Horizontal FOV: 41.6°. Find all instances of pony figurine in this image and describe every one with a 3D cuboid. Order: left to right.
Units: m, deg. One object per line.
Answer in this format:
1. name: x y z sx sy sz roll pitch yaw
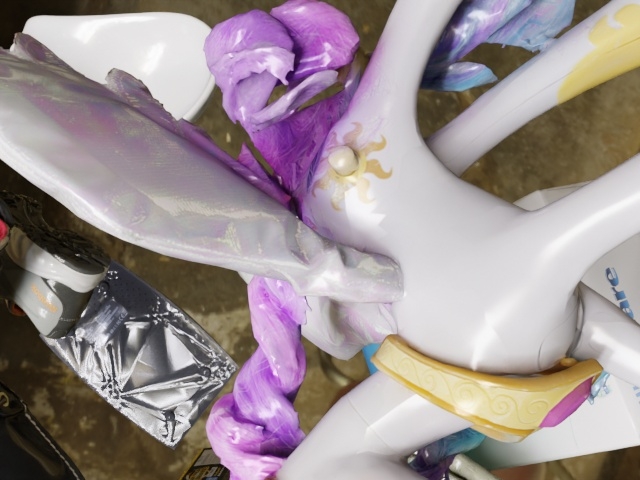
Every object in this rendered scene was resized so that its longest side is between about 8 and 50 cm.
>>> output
1. pony figurine: 0.026 -0.013 0.396 0.363 0.351 0.303 -45 153 3

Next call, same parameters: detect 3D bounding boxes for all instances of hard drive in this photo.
1. hard drive: -0.254 0.155 1.204 0.255 0.054 0.172 39 96 5

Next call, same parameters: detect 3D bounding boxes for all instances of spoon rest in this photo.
1. spoon rest: -0.210 -0.169 0.818 0.084 0.276 0.137 43 68 -54

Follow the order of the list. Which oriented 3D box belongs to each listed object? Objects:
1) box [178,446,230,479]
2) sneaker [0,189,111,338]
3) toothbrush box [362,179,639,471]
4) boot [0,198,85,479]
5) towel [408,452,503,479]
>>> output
1. box: -0.138 0.486 1.183 0.079 0.257 0.322 -10 96 7
2. sneaker: -0.340 0.012 0.921 0.100 0.271 0.108 9 108 -50
3. toothbrush box: 0.179 0.095 0.801 0.126 0.216 0.295 -12 166 -36
4. boot: -0.354 0.103 0.810 0.377 0.138 0.284 37 123 15
5. towel: 0.126 0.349 0.682 0.324 0.056 0.312 30 113 25
